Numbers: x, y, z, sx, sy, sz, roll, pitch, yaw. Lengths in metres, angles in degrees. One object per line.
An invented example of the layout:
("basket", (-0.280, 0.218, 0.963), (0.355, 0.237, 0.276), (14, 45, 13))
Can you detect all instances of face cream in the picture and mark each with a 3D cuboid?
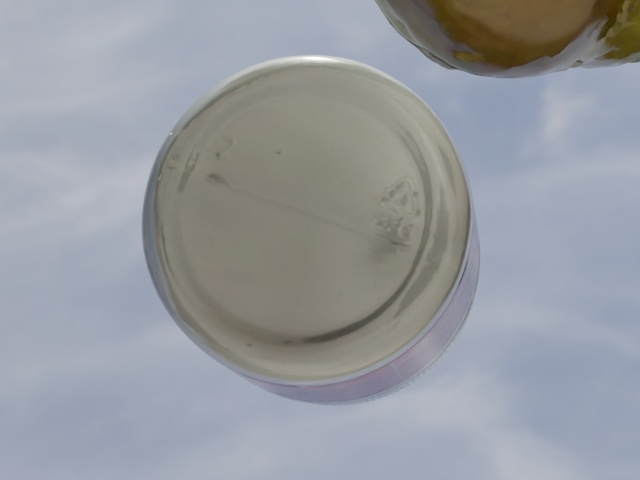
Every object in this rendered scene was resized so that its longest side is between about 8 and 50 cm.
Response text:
("face cream", (0.000, 0.000, 1.092), (0.201, 0.187, 0.201), (-1, -101, 7))

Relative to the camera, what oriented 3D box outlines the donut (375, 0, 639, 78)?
("donut", (0.111, -0.158, 0.410), (0.261, 0.128, 0.208), (-12, -70, 4))
